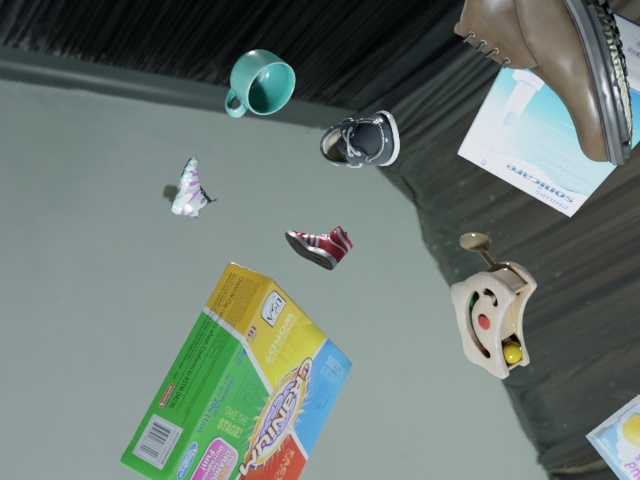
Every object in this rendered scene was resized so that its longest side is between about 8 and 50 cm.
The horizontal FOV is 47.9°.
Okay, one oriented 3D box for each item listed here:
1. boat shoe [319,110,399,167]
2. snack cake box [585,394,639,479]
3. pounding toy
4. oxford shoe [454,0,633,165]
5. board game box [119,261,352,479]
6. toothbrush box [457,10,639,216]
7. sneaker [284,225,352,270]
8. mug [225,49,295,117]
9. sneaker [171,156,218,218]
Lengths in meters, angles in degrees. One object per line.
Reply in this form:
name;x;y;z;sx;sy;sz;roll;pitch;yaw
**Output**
boat shoe;0.077;-0.202;1.513;0.091;0.302;0.114;-10;91;-15
snack cake box;0.702;0.469;1.488;0.264;0.152;0.089;52;-5;11
pounding toy;0.360;0.112;1.388;0.155;0.154;0.269;-20;102;-32
oxford shoe;0.151;-0.149;0.505;0.227;0.096;0.083;62;33;-10
board game box;-0.080;0.201;0.885;0.242;0.064;0.316;-63;152;-16
toothbrush box;0.364;-0.198;1.085;0.216;0.295;0.126;30;62;9
sneaker;0.000;0.000;1.161;0.067;0.042;0.118;-42;49;-21
mug;-0.147;-0.356;1.608;0.158;0.129;0.097;-21;48;-33
sneaker;-0.199;-0.083;1.182;0.069;0.098;0.038;18;11;-17
